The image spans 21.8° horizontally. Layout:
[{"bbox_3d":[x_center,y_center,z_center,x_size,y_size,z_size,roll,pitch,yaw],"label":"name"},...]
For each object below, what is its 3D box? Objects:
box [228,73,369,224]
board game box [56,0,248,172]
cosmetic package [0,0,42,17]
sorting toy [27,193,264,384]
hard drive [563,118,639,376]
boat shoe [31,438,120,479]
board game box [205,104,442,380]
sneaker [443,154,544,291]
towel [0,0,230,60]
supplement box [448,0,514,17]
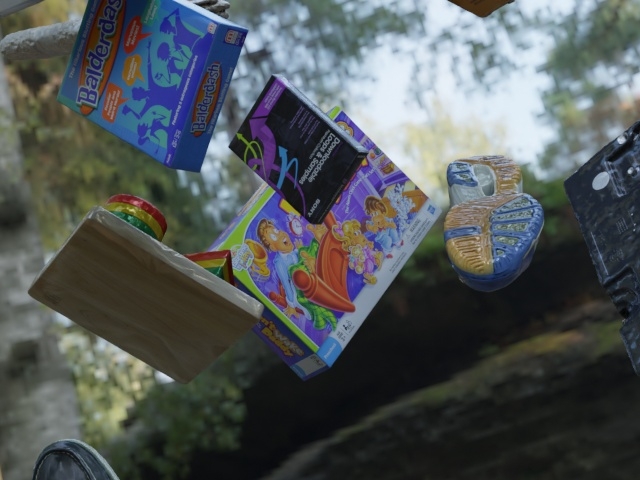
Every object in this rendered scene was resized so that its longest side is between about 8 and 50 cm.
[{"bbox_3d":[-0.029,-0.113,2.064,0.029,0.162,0.116,-6,-47,-59],"label":"box"},{"bbox_3d":[-0.181,-0.184,1.756,0.047,0.210,0.160,6,-72,-47],"label":"board game box"},{"bbox_3d":[-0.353,-0.472,1.793,0.329,0.393,0.327,-17,21,24],"label":"cosmetic package"},{"bbox_3d":[-0.225,0.055,2.222,0.257,0.089,0.255,32,-35,-12],"label":"sorting toy"},{"bbox_3d":[0.358,-0.060,1.283,0.064,0.237,0.339,32,-62,-33],"label":"hard drive"},{"bbox_3d":[-0.273,0.383,1.879,0.127,0.340,0.113,-13,-17,11],"label":"boat shoe"},{"bbox_3d":[0.000,0.000,2.443,0.078,0.233,0.347,-32,17,54],"label":"board game box"},{"bbox_3d":[0.198,0.007,1.896,0.112,0.131,0.296,-2,23,7],"label":"sneaker"},{"bbox_3d":[-0.272,-0.282,2.242,0.187,0.049,0.282,-4,9,44],"label":"towel"},{"bbox_3d":[0.137,-0.365,2.069,0.233,0.080,0.078,26,-22,-21],"label":"supplement box"}]
